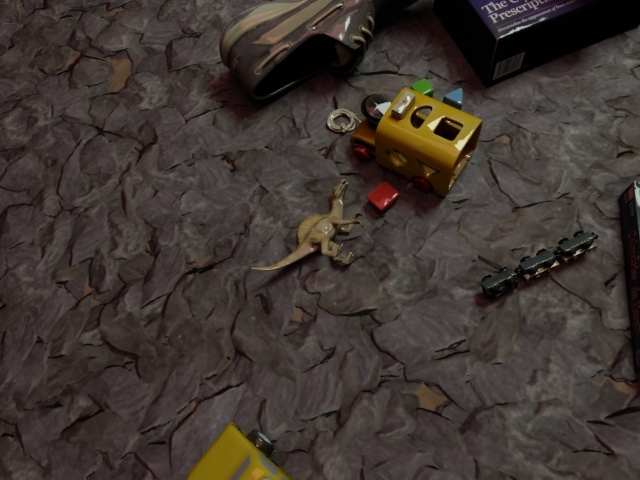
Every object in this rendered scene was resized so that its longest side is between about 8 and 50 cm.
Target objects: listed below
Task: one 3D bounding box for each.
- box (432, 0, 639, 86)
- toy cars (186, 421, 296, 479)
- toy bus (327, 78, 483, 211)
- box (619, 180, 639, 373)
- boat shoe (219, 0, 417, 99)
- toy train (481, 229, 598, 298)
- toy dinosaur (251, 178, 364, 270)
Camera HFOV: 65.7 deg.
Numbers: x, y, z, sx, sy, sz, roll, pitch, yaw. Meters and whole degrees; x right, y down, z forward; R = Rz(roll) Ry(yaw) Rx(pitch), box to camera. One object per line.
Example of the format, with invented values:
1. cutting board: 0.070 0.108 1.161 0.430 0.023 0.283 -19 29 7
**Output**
1. box: 0.330 -0.374 0.746 0.261 0.103 0.185 -23 64 -2
2. toy cars: -0.048 0.378 0.488 0.176 0.087 0.394 -12 66 3
3. toy bus: 0.117 -0.154 0.679 0.202 0.104 0.191 -14 66 2
4. box: 0.453 0.046 0.581 0.159 0.044 0.233 5 68 10
5. boat shoe: 0.023 -0.320 0.763 0.355 0.132 0.130 -25 76 6
6. toy train: 0.273 0.031 0.617 0.158 0.036 0.027 -25 44 -2
7. toy dinosaur: 0.000 0.000 0.670 0.092 0.053 0.183 27 65 33
